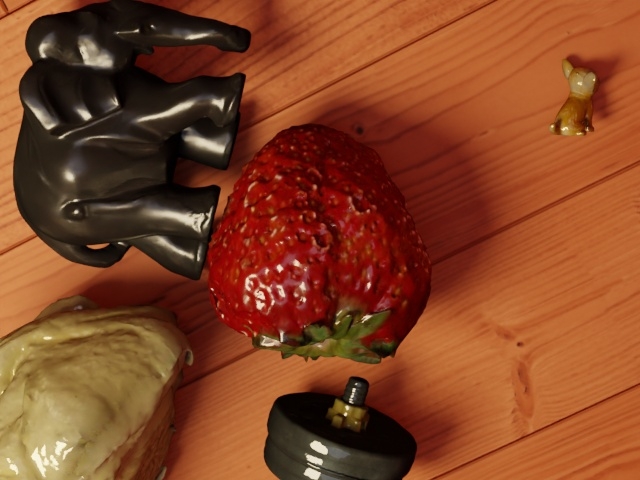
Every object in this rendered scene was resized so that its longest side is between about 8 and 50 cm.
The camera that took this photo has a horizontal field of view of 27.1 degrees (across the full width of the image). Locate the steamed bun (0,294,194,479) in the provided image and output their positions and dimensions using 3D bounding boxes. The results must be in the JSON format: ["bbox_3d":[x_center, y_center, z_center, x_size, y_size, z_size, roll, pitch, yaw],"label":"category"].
[{"bbox_3d":[-0.302,0.232,1.526,0.230,0.325,0.372,26,118,5],"label":"steamed bun"}]

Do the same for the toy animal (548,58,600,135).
[{"bbox_3d":[0.292,-0.165,1.535,0.081,0.060,0.083,-9,108,-30],"label":"toy animal"}]

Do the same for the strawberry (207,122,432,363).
[{"bbox_3d":[0.000,0.000,1.510,0.257,0.257,0.277,6,75,3],"label":"strawberry"}]

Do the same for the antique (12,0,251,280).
[{"bbox_3d":[-0.225,-0.116,1.516,0.255,0.185,0.322,16,105,-1],"label":"antique"}]

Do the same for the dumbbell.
[{"bbox_3d":[-0.009,0.343,1.592,0.185,0.185,0.388,18,102,0],"label":"dumbbell"}]
